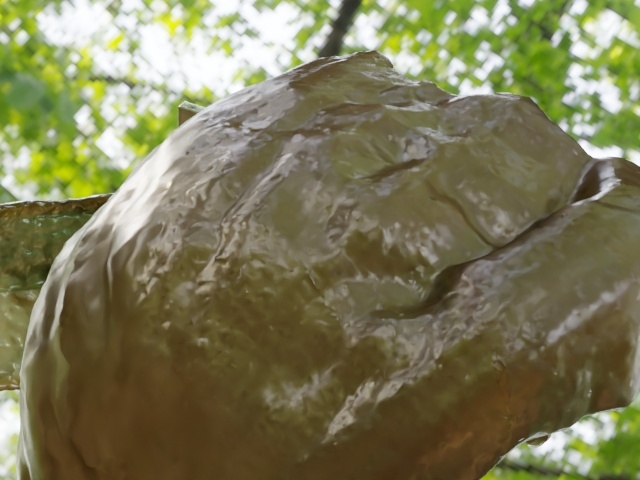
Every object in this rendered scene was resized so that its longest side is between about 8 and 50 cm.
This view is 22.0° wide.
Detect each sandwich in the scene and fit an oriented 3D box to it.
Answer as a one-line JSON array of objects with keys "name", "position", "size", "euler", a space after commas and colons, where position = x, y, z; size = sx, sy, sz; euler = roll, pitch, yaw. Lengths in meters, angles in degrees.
[{"name": "sandwich", "position": [-0.108, 0.027, 0.951], "size": [0.186, 0.220, 0.108], "euler": [-178, -94, -68]}]

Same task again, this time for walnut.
[{"name": "walnut", "position": [-0.011, 0.026, 0.501], "size": [0.141, 0.204, 0.238], "euler": [59, -20, 3]}]

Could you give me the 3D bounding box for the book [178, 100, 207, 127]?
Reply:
[{"name": "book", "position": [0.000, 0.000, 1.506], "size": [0.295, 0.020, 0.208], "euler": [19, -49, 21]}]
